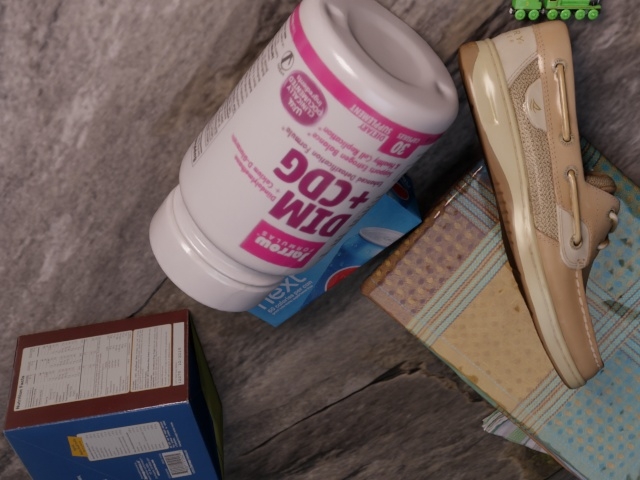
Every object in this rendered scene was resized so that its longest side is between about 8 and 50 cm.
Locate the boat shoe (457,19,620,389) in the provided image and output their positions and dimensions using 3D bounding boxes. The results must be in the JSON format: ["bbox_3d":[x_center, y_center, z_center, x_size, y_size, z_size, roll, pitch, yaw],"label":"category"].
[{"bbox_3d":[0.220,-0.026,0.871,0.110,0.121,0.341,-16,104,7],"label":"boat shoe"}]

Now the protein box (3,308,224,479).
[{"bbox_3d":[-0.230,0.207,1.107,0.201,0.136,0.199,-9,134,1],"label":"protein box"}]

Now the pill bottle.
[{"bbox_3d":[-0.025,-0.070,0.850,0.160,0.160,0.283,25,126,-27],"label":"pill bottle"}]

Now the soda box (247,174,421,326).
[{"bbox_3d":[0.000,0.000,0.986,0.210,0.067,0.071,-37,127,26],"label":"soda box"}]

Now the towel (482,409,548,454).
[{"bbox_3d":[0.310,0.248,1.294,0.152,0.023,0.113,26,126,-28],"label":"towel"}]

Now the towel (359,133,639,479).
[{"bbox_3d":[0.262,0.071,0.982,0.370,0.040,0.271,40,103,-10],"label":"towel"}]

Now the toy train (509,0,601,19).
[{"bbox_3d":[0.209,-0.209,0.847,0.083,0.017,0.023,-2,123,-5],"label":"toy train"}]
